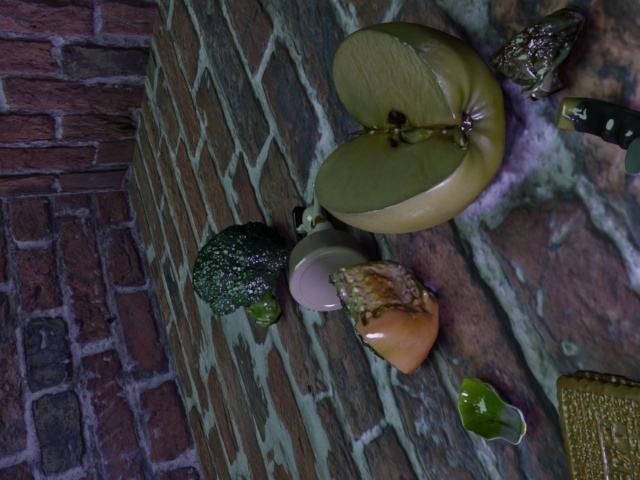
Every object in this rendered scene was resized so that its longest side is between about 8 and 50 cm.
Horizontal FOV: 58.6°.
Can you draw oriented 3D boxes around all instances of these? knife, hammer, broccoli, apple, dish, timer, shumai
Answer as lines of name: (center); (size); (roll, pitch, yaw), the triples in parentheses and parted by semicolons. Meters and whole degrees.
knife: (-0.049, -0.025, 1.411); (0.018, 0.031, 0.121); (10, 110, 60)
hammer: (0.344, -0.111, 0.606); (0.226, 0.158, 0.041); (-113, 28, -64)
broccoli: (-0.202, 0.090, 1.522); (0.297, 0.297, 0.297); (44, 160, 48)
apple: (0.139, -0.155, 0.835); (0.257, 0.233, 0.295); (10, 98, 50)
dish: (0.275, 0.265, 0.888); (0.137, 0.039, 0.091); (12, 102, 59)
timer: (0.000, 0.000, 1.238); (0.266, 0.175, 0.175); (-106, 26, -49)
shumai: (0.281, -0.226, 0.719); (0.087, 0.098, 0.123); (62, 151, 2)

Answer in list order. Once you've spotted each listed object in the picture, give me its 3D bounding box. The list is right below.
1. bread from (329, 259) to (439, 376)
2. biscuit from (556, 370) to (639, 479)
bread: (0.138, 0.123, 1.011); (0.133, 0.251, 0.174); (-37, 52, 8)
biscuit: (0.383, 0.297, 0.713); (0.172, 0.029, 0.255); (-9, 89, 62)
